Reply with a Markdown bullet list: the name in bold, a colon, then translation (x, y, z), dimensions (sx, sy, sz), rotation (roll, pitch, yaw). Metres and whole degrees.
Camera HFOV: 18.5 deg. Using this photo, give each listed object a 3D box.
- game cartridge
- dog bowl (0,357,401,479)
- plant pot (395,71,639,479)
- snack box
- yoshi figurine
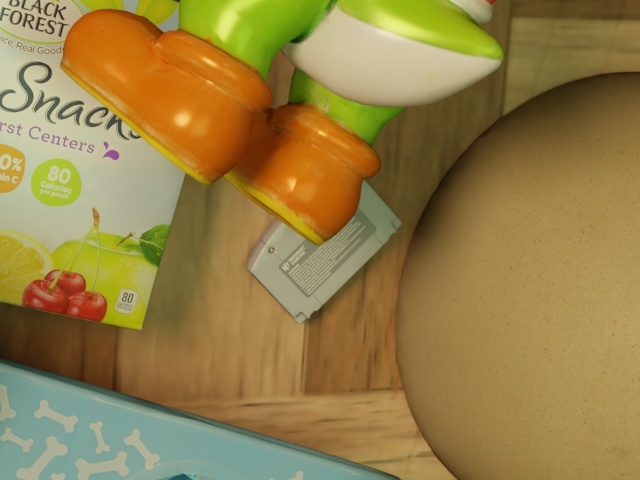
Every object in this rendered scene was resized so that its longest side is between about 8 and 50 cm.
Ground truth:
- **game cartridge**: translation (0.000, 0.000, 1.108), dimensions (0.083, 0.017, 0.056), rotation (-44, 118, -5)
- **dog bowl**: translation (-0.086, 0.124, 1.034), dimensions (0.297, 0.166, 0.074), rotation (19, 84, -24)
- **plant pot**: translation (0.208, 0.062, 1.108), dimensions (0.284, 0.191, 0.284), rotation (-6, 106, -19)
- **snack box**: translation (-0.170, -0.062, 0.996), dimensions (0.207, 0.070, 0.174), rotation (14, 98, -25)
- **yoshi figurine**: translation (0.026, -0.195, 0.948), dimensions (0.203, 0.203, 0.362), rotation (36, 94, -8)
